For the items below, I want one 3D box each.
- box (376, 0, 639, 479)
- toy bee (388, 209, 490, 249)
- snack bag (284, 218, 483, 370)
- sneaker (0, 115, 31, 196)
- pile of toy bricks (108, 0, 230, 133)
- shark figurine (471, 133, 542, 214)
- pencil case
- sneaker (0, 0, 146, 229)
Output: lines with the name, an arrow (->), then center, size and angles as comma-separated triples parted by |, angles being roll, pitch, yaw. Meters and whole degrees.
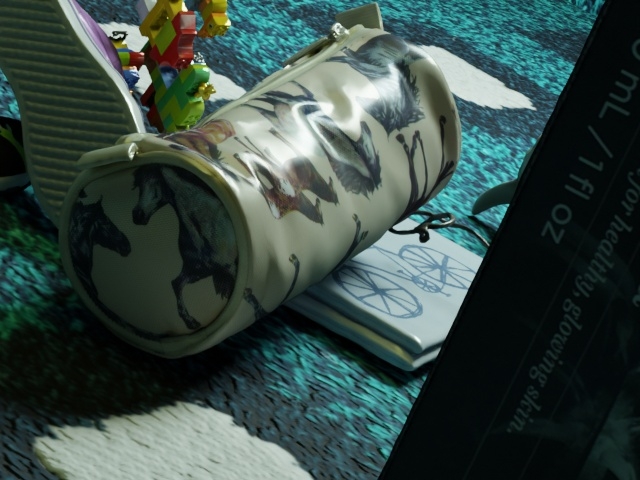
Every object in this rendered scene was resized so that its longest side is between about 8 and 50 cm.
box -> 0.318, 0.106, 1.132 | 0.471, 0.480, 0.297 | 26, 20, 8
toy bee -> 0.234, 0.028, 1.682 | 0.298, 0.162, 0.195 | -3, 18, 33
snack bag -> 0.000, 0.000, 1.740 | 0.342, 0.037, 0.323 | 30, 18, 16
sneaker -> -0.294, -0.094, 1.534 | 0.084, 0.097, 0.234 | 34, 21, 26
pile of toy bricks -> -0.134, -0.137, 1.736 | 0.118, 0.212, 0.105 | -4, 61, -36
shark figurine -> 0.280, -0.006, 2.059 | 0.278, 0.166, 0.116 | 31, 35, -42
pencil case -> -0.039, -0.052, 1.519 | 0.410, 0.160, 0.184 | -34, 100, -56
sneaker -> -0.187, -0.101, 1.615 | 0.282, 0.102, 0.161 | 68, 10, 20
